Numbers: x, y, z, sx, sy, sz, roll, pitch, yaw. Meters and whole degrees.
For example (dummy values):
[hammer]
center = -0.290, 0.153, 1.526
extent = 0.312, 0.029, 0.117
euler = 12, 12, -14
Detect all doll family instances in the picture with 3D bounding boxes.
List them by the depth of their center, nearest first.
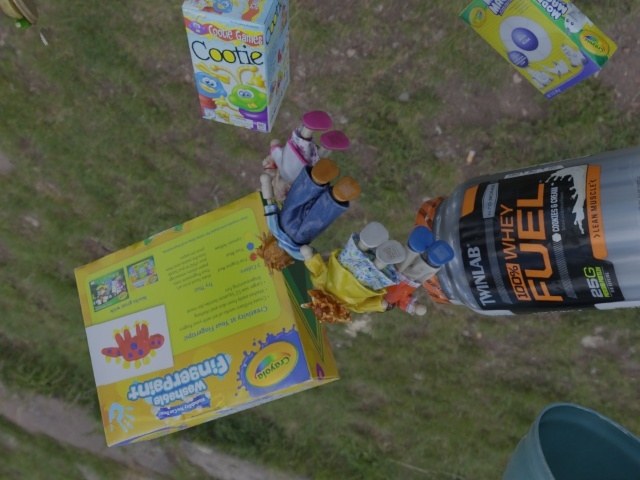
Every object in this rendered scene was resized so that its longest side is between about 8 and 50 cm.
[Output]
[doll family]
center = 0.000, 0.000, 0.712
extent = 0.263, 0.118, 0.163
euler = 50, 141, 9

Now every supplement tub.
[supplement tub]
center = 0.293, -0.003, 0.847
extent = 0.316, 0.193, 0.193
euler = -10, 132, 35

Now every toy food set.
[toy food set]
center = -0.547, -0.436, 1.170
extent = 0.039, 0.132, 0.192
euler = -27, 120, -2

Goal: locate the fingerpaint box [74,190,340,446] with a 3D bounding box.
[fingerpaint box]
center = -0.232, 0.162, 1.314
extent = 0.445, 0.371, 0.163
euler = -22, 163, 16

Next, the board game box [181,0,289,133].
[board game box]
center = -0.143, -0.347, 1.199
extent = 0.142, 0.144, 0.275
euler = 14, 151, 5

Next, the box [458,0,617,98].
[box]
center = 0.240, -0.252, 0.768
extent = 0.179, 0.043, 0.105
euler = 42, 165, -5

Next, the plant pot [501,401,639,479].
[plant pot]
center = 0.362, 0.400, 0.905
extent = 0.293, 0.293, 0.196
euler = 28, 116, -6
